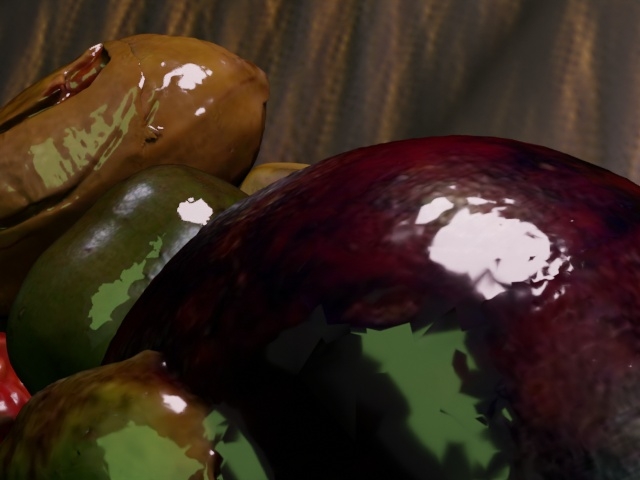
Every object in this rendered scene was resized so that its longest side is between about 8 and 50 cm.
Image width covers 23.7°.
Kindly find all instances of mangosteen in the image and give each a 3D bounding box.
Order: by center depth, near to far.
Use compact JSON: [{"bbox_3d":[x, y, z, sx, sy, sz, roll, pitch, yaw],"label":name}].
[{"bbox_3d":[0.027,0.118,0.563,0.306,0.306,0.359,25,27,36],"label":"mangosteen"}]

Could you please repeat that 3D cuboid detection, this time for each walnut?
[{"bbox_3d":[-0.138,-0.036,0.897,0.245,0.137,0.137,-32,48,11],"label":"walnut"}]

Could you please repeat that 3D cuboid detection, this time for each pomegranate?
[{"bbox_3d":[-0.085,0.047,0.784,0.131,0.191,0.152,40,71,2],"label":"pomegranate"}]

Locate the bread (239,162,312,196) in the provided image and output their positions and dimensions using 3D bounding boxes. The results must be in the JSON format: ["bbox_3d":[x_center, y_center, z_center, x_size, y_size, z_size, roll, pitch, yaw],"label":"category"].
[{"bbox_3d":[0.000,0.000,0.848,0.115,0.056,0.082,5,82,44],"label":"bread"}]

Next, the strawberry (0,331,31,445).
[{"bbox_3d":[-0.298,0.157,0.810,0.265,0.149,0.336,29,70,39],"label":"strawberry"}]
